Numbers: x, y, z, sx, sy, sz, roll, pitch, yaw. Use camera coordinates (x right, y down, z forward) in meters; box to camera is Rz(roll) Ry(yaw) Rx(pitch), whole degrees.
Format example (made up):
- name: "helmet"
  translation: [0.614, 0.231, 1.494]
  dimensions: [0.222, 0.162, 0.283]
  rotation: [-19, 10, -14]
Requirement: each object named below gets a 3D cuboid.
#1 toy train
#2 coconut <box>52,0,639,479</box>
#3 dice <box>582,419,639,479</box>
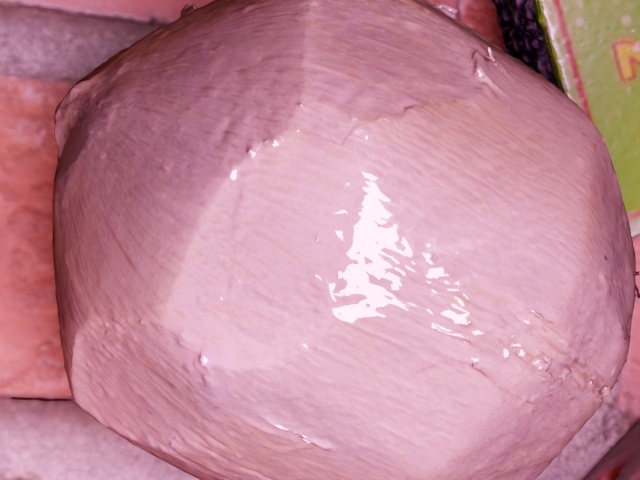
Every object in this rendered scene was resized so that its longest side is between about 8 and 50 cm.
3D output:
- name: "toy train"
  translation: [0.257, -0.166, 1.078]
  dimensions: [0.249, 0.173, 0.307]
  rotation: [-19, 105, -2]
- name: "coconut"
  translation: [0.000, 0.000, 0.933]
  dimensions: [0.360, 0.346, 0.346]
  rotation: [31, 74, -17]
- name: "dice"
  translation: [0.348, 0.235, 1.002]
  dimensions: [0.304, 0.277, 0.304]
  rotation: [-41, 86, -18]
